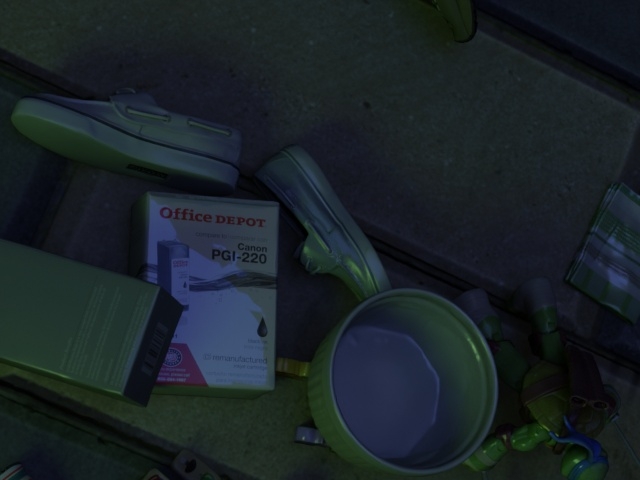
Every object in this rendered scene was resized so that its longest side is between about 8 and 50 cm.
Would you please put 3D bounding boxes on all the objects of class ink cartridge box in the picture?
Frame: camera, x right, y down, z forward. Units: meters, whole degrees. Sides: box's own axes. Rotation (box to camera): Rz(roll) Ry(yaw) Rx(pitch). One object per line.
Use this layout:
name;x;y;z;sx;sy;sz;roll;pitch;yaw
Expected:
ink cartridge box;-0.132;0.061;1.826;0.159;0.092;0.218;4;77;-17

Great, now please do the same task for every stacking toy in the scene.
stacking toy;0.035;0.231;1.868;0.221;0.052;0.167;11;77;-16

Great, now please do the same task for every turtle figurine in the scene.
turtle figurine;0.246;0.196;1.917;0.198;0.274;0.266;-25;62;8

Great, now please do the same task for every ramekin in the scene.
ramekin;0.083;0.164;1.820;0.207;0.109;0.207;6;74;-21

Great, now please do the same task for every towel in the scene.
towel;0.380;0.015;2.035;0.113;0.023;0.152;32;72;-9

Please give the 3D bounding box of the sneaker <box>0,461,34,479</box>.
sneaker;-0.354;0.311;1.724;0.075;0.057;0.161;45;67;1

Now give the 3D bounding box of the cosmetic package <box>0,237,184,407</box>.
cosmetic package;-0.283;0.080;1.720;0.238;0.107;0.127;17;80;14

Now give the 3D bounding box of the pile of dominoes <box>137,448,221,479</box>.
pile of dominoes;-0.115;0.359;1.774;0.251;0.040;0.196;42;54;-6

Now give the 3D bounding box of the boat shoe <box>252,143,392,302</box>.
boat shoe;0.000;-0.001;1.894;0.081;0.079;0.227;-32;85;-13

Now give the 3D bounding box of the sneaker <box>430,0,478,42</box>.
sneaker;0.037;-0.391;1.970;0.182;0.158;0.410;-35;94;11

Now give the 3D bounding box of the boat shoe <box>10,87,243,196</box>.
boat shoe;-0.211;-0.127;1.836;0.267;0.096;0.088;15;71;-16
